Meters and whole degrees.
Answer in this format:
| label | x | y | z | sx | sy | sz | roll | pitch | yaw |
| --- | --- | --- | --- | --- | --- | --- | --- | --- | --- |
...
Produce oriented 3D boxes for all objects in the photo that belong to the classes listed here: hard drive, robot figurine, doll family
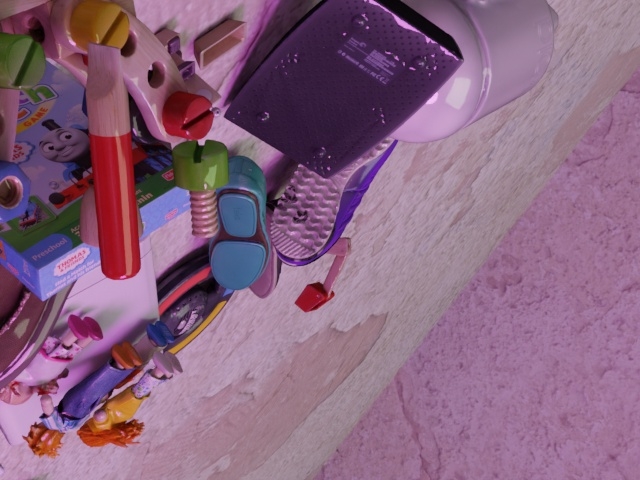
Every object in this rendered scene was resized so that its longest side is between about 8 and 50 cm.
| label | x | y | z | sx | sy | sz | roll | pitch | yaw |
| --- | --- | --- | --- | --- | --- | --- | --- | --- | --- |
| hard drive | 0.023 | -0.183 | 1.280 | 0.255 | 0.172 | 0.054 | -40 | -151 | 43 |
| hard drive | -0.303 | 0.118 | 1.368 | 0.233 | 0.047 | 0.353 | -30 | 159 | -19 |
| robot figurine | 0.162 | -0.245 | 1.449 | 0.353 | 0.200 | 0.300 | -31 | 161 | -42 |
| doll family | -0.265 | 0.185 | 1.334 | 0.163 | 0.118 | 0.263 | -42 | 159 | 13 |

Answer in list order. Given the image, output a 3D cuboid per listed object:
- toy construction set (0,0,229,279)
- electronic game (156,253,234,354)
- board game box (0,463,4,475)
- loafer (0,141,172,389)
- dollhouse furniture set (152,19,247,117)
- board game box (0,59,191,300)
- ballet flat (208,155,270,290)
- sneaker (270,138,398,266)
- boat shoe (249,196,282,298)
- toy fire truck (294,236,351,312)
| label | x | y | z | sx | sy | sz | roll | pitch | yaw |
| --- | --- | --- | --- | --- | --- | --- | --- | --- | --- |
| toy construction set | -0.176 | -0.139 | 0.747 | 0.258 | 0.309 | 0.237 | -14 | 118 | -28 |
| electronic game | -0.200 | 0.103 | 1.645 | 0.229 | 0.048 | 0.229 | -41 | 163 | -15 |
| board game box | -0.487 | 0.223 | 0.965 | 0.318 | 0.066 | 0.318 | -44 | 138 | -10 |
| loafer | -0.300 | 0.005 | 1.071 | 0.366 | 0.134 | 0.130 | -52 | 150 | 8 |
| dollhouse furniture set | -0.101 | -0.184 | 1.154 | 0.114 | 0.081 | 0.091 | -39 | 162 | -24 |
| board game box | -0.225 | -0.059 | 0.912 | 0.160 | 0.211 | 0.039 | -36 | 147 | -33 |
| ballet flat | -0.104 | -0.027 | 1.510 | 0.247 | 0.083 | 0.087 | 98 | 0 | -57 |
| sneaker | 0.021 | -0.085 | 1.613 | 0.293 | 0.102 | 0.146 | -55 | 169 | -15 |
| boat shoe | -0.072 | 0.012 | 1.703 | 0.065 | 0.075 | 0.206 | -36 | 155 | -32 |
| toy fire truck | 0.000 | 0.000 | 1.741 | 0.192 | 0.135 | 0.047 | -52 | 163 | 18 |
